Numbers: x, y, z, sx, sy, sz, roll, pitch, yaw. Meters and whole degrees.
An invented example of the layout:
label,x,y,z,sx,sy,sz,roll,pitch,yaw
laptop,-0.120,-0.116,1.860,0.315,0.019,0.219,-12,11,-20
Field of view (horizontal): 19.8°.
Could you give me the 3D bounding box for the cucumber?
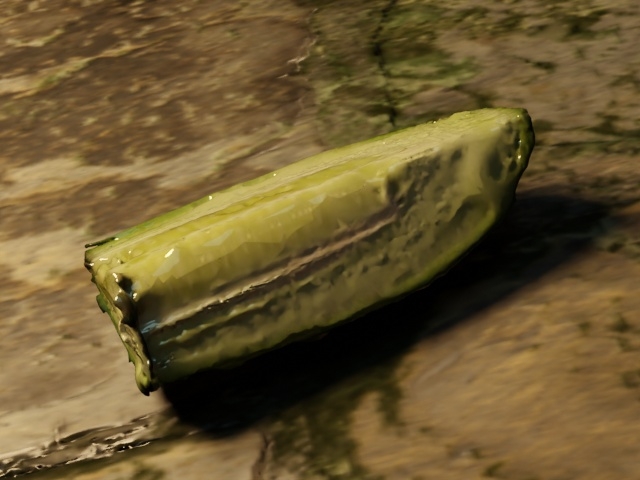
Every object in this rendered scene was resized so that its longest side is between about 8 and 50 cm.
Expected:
label,x,y,z,sx,sy,sz,roll,pitch,yaw
cucumber,0.000,0.001,1.273,0.325,0.105,0.145,-25,15,-16
